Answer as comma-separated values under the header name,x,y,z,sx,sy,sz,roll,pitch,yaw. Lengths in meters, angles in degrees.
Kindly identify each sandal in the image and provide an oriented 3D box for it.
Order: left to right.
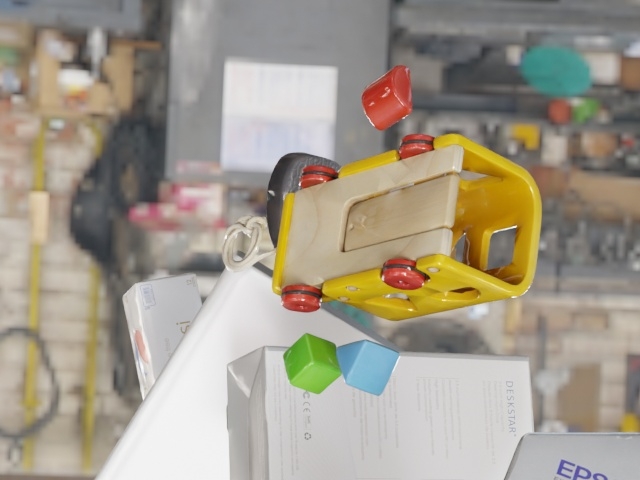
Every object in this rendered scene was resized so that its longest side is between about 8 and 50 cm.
name,x,y,z,sx,sy,sz,roll,pitch,yaw
sandal,0.000,0.001,1.524,0.054,0.097,0.254,14,164,24

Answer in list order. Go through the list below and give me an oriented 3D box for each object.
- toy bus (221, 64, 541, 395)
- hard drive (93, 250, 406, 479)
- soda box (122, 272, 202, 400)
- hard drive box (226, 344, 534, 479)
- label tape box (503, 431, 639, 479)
name,x,y,z,sx,sy,sz,roll,pitch,yaw
toy bus,0.051,0.004,1.186,0.104,0.191,0.202,24,-159,-35
hard drive,-0.070,0.217,1.674,0.233,0.353,0.047,31,-171,-5
soda box,-0.150,0.148,1.896,0.069,0.216,0.074,-9,170,-20
hard drive box,0.050,0.181,1.409,0.232,0.181,0.089,4,165,-23
label tape box,0.119,0.241,1.013,0.115,0.347,0.249,19,138,8
